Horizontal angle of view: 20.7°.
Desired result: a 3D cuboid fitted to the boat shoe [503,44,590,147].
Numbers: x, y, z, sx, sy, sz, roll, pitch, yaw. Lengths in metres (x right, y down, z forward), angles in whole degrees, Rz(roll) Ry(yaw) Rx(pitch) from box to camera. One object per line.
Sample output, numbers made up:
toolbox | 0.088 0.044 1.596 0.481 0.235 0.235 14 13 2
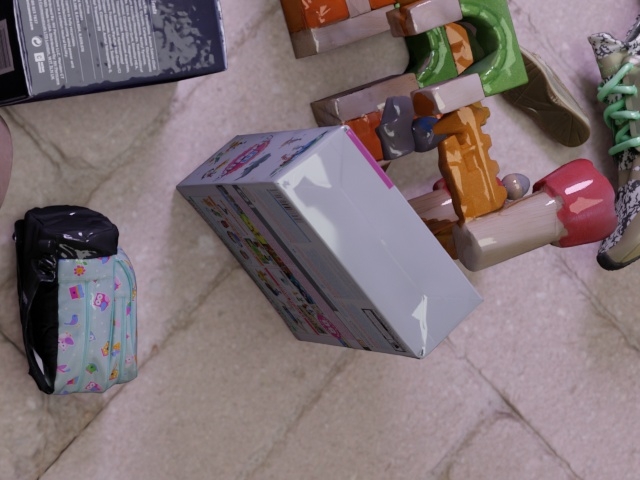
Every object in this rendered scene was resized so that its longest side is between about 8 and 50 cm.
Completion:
boat shoe | 0.251 -0.172 1.989 0.153 0.056 0.048 41 32 -14

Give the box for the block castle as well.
block castle | 0.133 -0.203 1.798 0.213 0.303 0.453 -21 99 -22

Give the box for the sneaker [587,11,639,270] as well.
sneaker | 0.367 -0.162 1.999 0.182 0.158 0.410 25 74 -11

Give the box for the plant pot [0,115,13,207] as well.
plant pot | -0.415 -0.086 1.613 0.229 0.263 0.263 20 82 -39

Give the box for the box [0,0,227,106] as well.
box | -0.216 -0.201 1.730 0.207 0.153 0.108 -10 94 -22

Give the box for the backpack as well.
backpack | -0.241 0.065 1.729 0.115 0.152 0.182 -4 104 -14

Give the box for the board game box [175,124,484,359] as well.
board game box | 0.000 0.000 1.741 0.097 0.303 0.224 -43 106 -17
